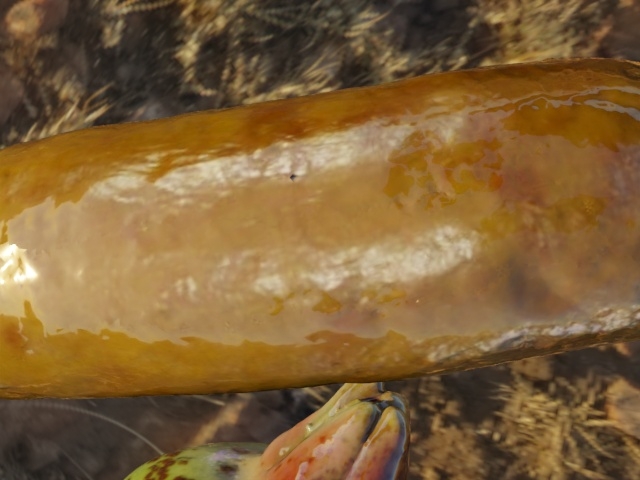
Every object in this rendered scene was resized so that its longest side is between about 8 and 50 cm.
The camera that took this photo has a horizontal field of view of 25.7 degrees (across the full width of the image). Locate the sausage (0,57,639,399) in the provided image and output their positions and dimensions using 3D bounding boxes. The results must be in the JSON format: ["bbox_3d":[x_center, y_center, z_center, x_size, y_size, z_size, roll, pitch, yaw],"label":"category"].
[{"bbox_3d":[0.000,-0.002,0.468,0.270,0.109,0.109,-7,90,12],"label":"sausage"}]

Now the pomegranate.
[{"bbox_3d":[-0.014,0.173,0.716,0.214,0.214,0.248,23,111,-13],"label":"pomegranate"}]
